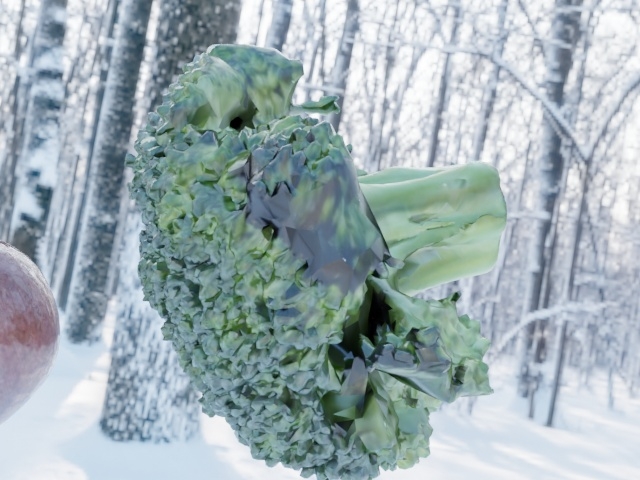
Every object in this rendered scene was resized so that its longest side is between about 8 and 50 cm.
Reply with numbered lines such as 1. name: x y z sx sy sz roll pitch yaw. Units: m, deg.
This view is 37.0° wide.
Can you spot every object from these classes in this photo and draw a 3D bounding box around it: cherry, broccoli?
1. cherry: -0.432 0.101 1.070 0.221 0.261 0.307 39 -18 50
2. broccoli: -0.016 0.014 0.760 0.318 0.277 0.338 8 26 7
